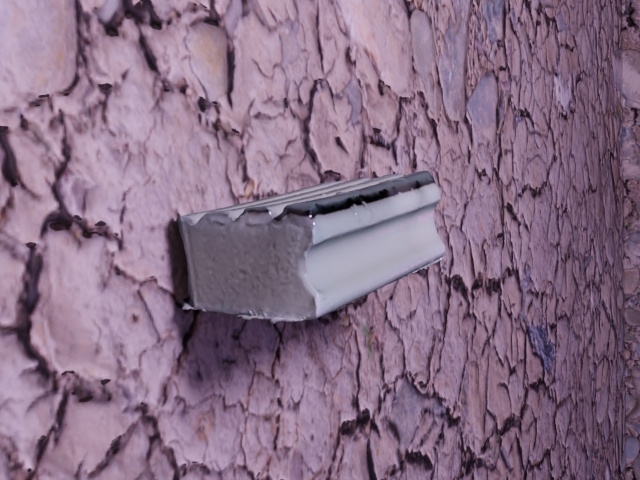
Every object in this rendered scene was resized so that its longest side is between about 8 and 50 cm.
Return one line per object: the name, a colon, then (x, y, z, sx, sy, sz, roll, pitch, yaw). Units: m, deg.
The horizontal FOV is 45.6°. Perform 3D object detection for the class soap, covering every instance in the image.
soap: (0.000, 0.000, 0.683, 0.261, 0.150, 0.094, -19, 104, -56)
